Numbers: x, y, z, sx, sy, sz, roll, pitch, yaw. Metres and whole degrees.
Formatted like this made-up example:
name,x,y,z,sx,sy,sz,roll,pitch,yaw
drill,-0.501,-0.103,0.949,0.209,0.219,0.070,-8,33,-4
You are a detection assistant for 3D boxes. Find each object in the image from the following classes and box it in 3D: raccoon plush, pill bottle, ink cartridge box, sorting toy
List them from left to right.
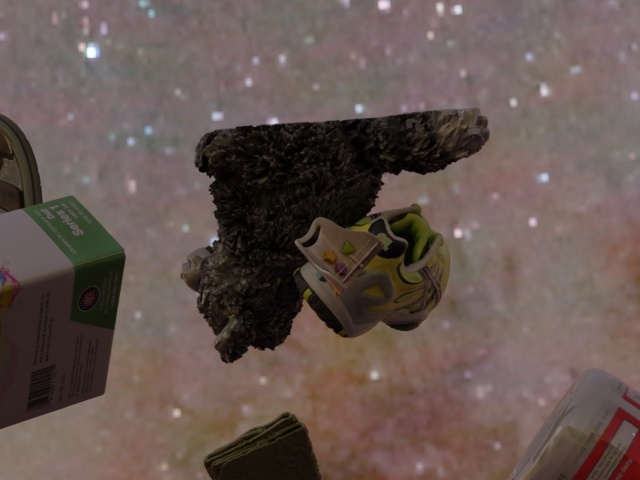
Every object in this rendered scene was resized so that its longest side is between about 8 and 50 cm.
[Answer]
name,x,y,z,sx,sy,sz,roll,pitch,yaw
ink cartridge box,-0.353,0.092,1.725,0.278,0.117,0.201,-17,-44,-35
raccoon plush,0.000,0.000,2.141,0.216,0.299,0.446,-4,0,-45
sorting toy,0.012,0.013,1.819,0.075,0.083,0.045,42,-39,2
pill bottle,0.444,0.358,2.119,0.408,0.229,0.229,34,-29,7

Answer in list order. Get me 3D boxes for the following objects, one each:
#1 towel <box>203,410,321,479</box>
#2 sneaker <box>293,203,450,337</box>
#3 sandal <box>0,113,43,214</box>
name,x,y,z,sx,sy,sz,roll,pitch,yaw
towel,-0.054,0.237,1.714,0.110,0.027,0.148,-24,-44,-6
sneaker,0.109,0.029,2.196,0.147,0.145,0.385,-42,-7,21
sandal,-0.405,-0.038,2.154,0.086,0.302,0.120,-4,-31,-30
